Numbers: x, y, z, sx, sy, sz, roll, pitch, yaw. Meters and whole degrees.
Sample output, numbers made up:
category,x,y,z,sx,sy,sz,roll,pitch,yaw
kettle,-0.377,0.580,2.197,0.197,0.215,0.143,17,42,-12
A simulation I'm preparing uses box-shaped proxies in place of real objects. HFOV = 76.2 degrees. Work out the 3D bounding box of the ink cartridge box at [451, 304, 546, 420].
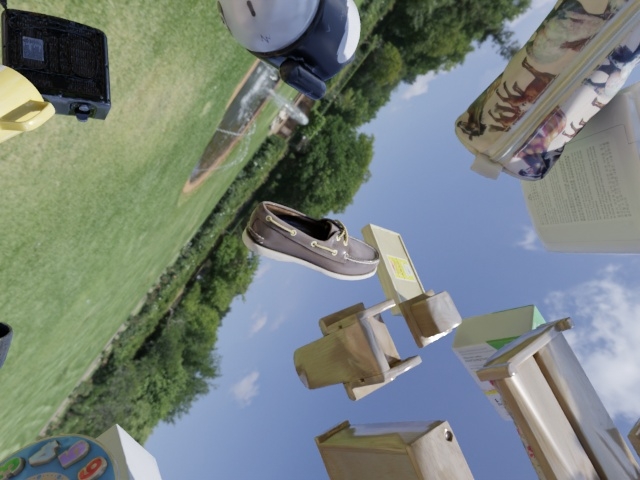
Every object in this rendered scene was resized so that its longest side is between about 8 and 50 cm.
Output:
category,x,y,z,sx,sy,sz,roll,pitch,yaw
ink cartridge box,0.499,0.316,1.029,0.201,0.278,0.117,-25,-161,41

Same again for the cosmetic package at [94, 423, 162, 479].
category,x,y,z,sx,sy,sz,roll,pitch,yaw
cosmetic package,-0.361,0.536,0.677,0.217,0.156,0.385,-36,-143,-20

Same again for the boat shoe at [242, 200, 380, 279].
category,x,y,z,sx,sy,sz,roll,pitch,yaw
boat shoe,0.000,0.000,0.887,0.097,0.324,0.117,-60,-155,31

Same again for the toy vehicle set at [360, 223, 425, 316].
category,x,y,z,sx,sy,sz,roll,pitch,yaw
toy vehicle set,0.214,0.085,1.148,0.035,0.166,0.267,-36,-123,31

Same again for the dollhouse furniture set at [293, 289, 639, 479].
category,x,y,z,sx,sy,sz,roll,pitch,yaw
dollhouse furniture set,0.185,0.181,0.468,0.355,0.303,0.174,-16,165,-34

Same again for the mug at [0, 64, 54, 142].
category,x,y,z,sx,sy,sz,roll,pitch,yaw
mug,-0.300,-0.122,0.375,0.078,0.062,0.064,-14,-141,29

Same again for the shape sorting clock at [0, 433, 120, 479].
category,x,y,z,sx,sy,sz,roll,pitch,yaw
shape sorting clock,-0.340,0.326,0.471,0.206,0.206,0.040,-65,155,-43

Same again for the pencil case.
category,x,y,z,sx,sy,sz,roll,pitch,yaw
pencil case,0.355,-0.259,0.527,0.183,0.160,0.410,-33,162,-49

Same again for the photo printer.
category,x,y,z,sx,sy,sz,roll,pitch,yaw
photo printer,0.471,-0.100,0.708,0.107,0.256,0.307,-15,179,-7

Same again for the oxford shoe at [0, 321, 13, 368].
category,x,y,z,sx,sy,sz,roll,pitch,yaw
oxford shoe,-0.503,0.080,0.393,0.130,0.348,0.123,-52,-135,8

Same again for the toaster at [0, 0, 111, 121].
category,x,y,z,sx,sy,sz,roll,pitch,yaw
toaster,-0.493,-0.325,0.761,0.110,0.168,0.186,-18,-102,54

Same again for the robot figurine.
category,x,y,z,sx,sy,sz,roll,pitch,yaw
robot figurine,-0.043,-0.361,0.662,0.173,0.209,0.278,-54,160,18
